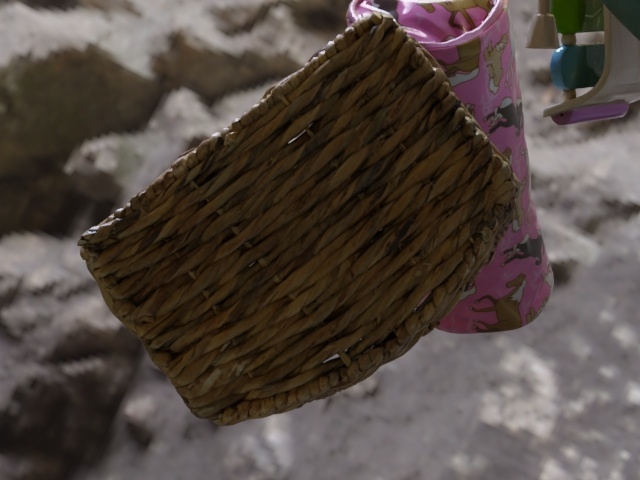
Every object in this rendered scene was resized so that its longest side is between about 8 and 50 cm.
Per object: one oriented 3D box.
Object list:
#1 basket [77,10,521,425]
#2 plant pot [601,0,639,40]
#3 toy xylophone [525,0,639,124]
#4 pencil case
[{"bbox_3d":[0.000,0.000,1.503,0.299,0.213,0.223,-38,-3,0],"label":"basket"},{"bbox_3d":[0.348,-0.282,1.478,0.235,0.293,0.293,-46,24,39],"label":"plant pot"},{"bbox_3d":[0.237,-0.263,1.741,0.081,0.236,0.322,4,91,42],"label":"toy xylophone"},{"bbox_3d":[0.135,-0.083,1.976,0.167,0.160,0.386,-67,-30,-48],"label":"pencil case"}]
